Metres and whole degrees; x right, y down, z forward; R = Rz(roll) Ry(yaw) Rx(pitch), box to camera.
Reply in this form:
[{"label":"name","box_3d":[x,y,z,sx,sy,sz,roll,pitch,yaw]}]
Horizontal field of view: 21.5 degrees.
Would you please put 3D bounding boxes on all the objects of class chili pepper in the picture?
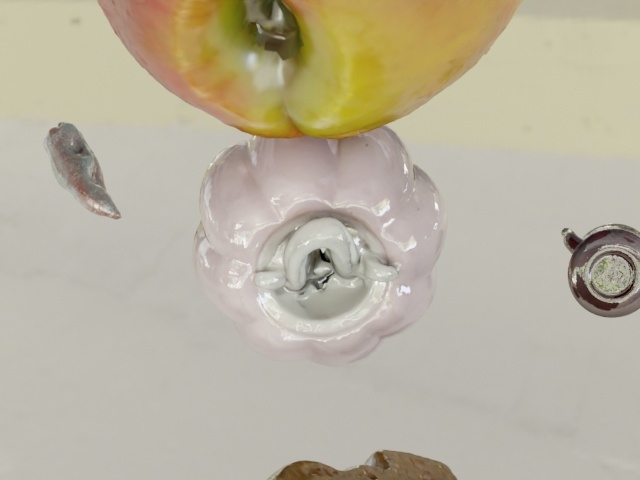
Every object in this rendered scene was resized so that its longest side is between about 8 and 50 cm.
[{"label":"chili pepper","box_3d":[-0.232,-0.066,1.618,0.050,0.041,0.153,-5,-133,-31]}]

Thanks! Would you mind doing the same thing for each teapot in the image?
[{"label":"teapot","box_3d":[0.221,0.023,1.255,0.100,0.068,0.045,35,-162,0]}]

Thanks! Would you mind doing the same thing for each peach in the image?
[{"label":"peach","box_3d":[-0.008,-0.251,1.018,0.290,0.372,0.372,-11,-158,24]}]

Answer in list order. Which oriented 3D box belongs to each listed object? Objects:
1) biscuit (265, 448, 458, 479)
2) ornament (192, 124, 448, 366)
[{"label":"biscuit","box_3d":[0.095,0.228,1.019,0.278,0.043,0.301,19,-160,-26]},{"label":"ornament","box_3d":[0.000,0.000,1.138,0.177,0.177,0.177,-5,-154,3]}]
